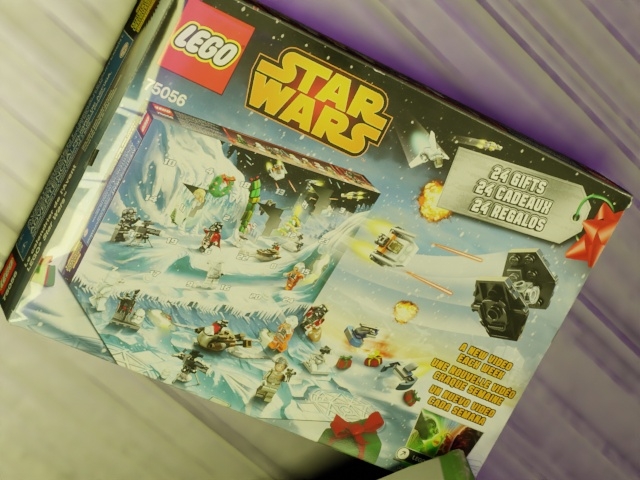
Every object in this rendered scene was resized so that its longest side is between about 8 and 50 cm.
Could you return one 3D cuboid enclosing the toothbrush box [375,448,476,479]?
[{"bbox_3d":[0.041,0.230,0.445,0.122,0.206,0.283,-20,114,6],"label":"toothbrush box"}]

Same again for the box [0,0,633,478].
[{"bbox_3d":[0.000,0.000,0.462,0.137,0.027,0.094,25,100,-25],"label":"box"}]
